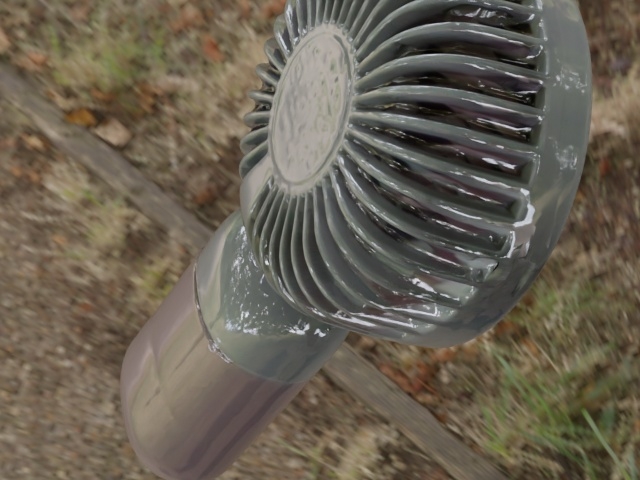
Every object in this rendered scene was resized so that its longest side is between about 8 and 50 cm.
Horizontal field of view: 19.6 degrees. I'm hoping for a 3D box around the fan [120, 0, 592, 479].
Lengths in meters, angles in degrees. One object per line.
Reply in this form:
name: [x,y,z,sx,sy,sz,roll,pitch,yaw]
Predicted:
fan: [0.000,0.000,0.622,0.244,0.074,0.130,-50,39,41]
